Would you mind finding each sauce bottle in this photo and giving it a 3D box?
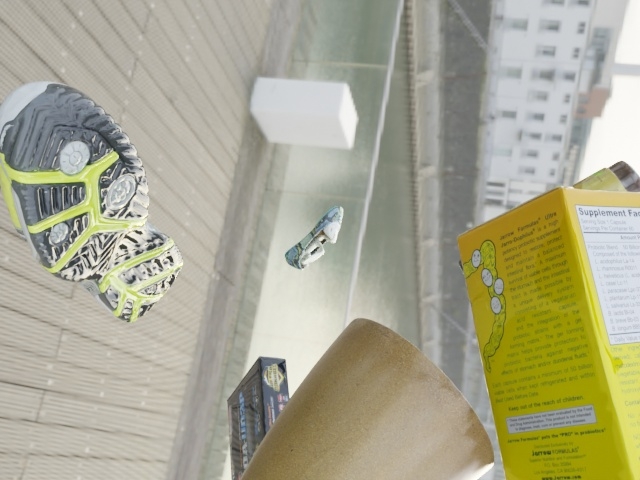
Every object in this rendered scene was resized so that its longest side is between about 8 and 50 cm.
[{"bbox_3d":[0.412,-0.017,1.343,0.111,0.344,0.111,58,10,-16],"label":"sauce bottle"}]

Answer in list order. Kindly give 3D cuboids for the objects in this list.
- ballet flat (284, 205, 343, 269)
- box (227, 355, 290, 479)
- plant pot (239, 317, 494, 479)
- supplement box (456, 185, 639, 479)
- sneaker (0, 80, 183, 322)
[{"bbox_3d":[0.000,0.000,1.790,0.188,0.070,0.070,-46,161,-4],"label":"ballet flat"},{"bbox_3d":[-0.098,0.325,1.218,0.175,0.051,0.220,125,-34,-47],"label":"box"},{"bbox_3d":[0.027,0.260,0.864,0.254,0.237,0.237,-40,147,-21],"label":"plant pot"},{"bbox_3d":[0.326,0.134,0.903,0.195,0.194,0.356,-32,-118,56],"label":"supplement box"},{"bbox_3d":[-0.267,-0.033,0.801,0.145,0.147,0.384,-49,162,-22],"label":"sneaker"}]
